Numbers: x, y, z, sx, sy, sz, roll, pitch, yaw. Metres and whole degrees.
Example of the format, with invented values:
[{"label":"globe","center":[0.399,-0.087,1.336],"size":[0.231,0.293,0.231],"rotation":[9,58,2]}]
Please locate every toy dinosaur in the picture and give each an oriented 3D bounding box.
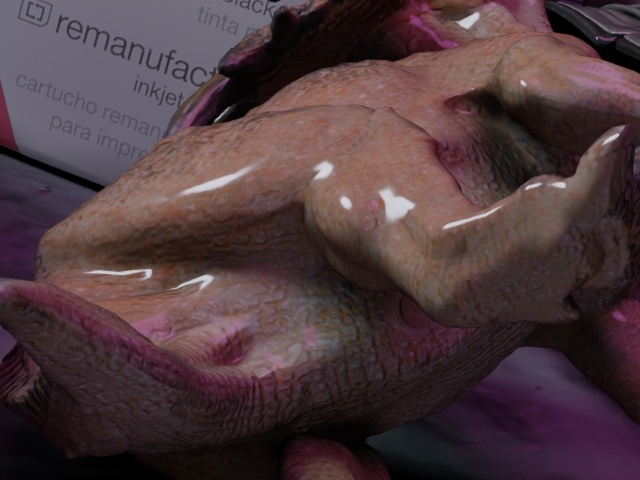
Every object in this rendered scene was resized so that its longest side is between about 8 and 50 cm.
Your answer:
[{"label":"toy dinosaur","center":[0.000,0.000,0.454],"size":[0.200,0.127,0.295],"rotation":[20,27,34]}]

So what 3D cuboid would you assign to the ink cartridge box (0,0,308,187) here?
[{"label":"ink cartridge box","center":[-0.047,-0.169,0.647],"size":[0.207,0.283,0.117],"rotation":[21,16,13]}]

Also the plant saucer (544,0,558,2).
[{"label":"plant saucer","center":[0.028,-0.264,1.170],"size":[0.332,0.084,0.332],"rotation":[39,1,-1]}]

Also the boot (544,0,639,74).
[{"label":"boot","center":[0.181,-0.119,1.092],"size":[0.161,0.083,0.246],"rotation":[5,23,-30]}]
